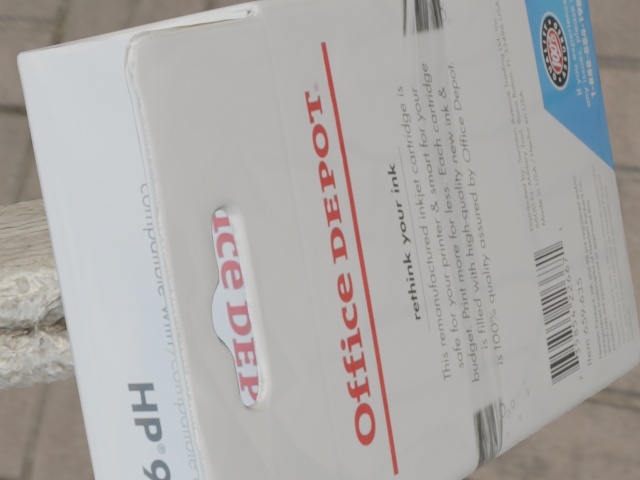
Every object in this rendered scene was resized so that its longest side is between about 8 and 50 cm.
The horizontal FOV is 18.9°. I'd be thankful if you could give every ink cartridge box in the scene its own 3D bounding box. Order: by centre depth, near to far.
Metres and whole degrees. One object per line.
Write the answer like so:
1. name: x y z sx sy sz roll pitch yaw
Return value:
1. ink cartridge box: 0.000 0.000 0.404 0.060 0.180 0.104 -5 98 33

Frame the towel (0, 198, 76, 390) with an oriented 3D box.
1. towel: -0.173 0.031 0.681 0.282 0.187 0.049 -10 101 4
